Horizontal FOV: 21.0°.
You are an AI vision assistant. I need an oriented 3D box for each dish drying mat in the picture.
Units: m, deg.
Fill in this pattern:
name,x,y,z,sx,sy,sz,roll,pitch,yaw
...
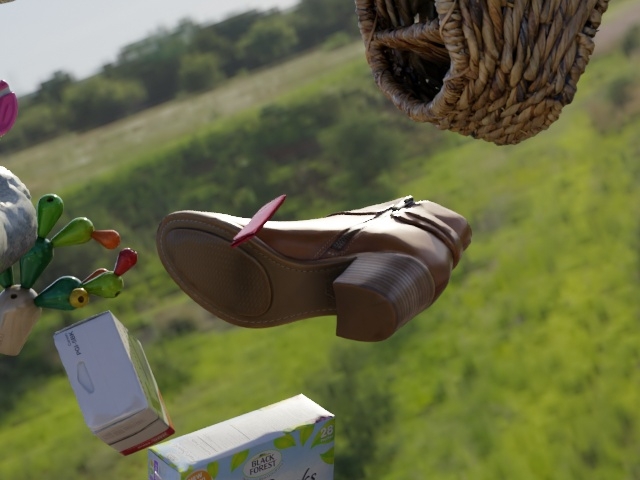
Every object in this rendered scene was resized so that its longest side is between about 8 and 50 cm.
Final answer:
name,x,y,z,sx,sy,sz,roll,pitch,yaw
dish drying mat,-0.057,-0.018,1.611,0.032,0.008,0.083,-27,12,31

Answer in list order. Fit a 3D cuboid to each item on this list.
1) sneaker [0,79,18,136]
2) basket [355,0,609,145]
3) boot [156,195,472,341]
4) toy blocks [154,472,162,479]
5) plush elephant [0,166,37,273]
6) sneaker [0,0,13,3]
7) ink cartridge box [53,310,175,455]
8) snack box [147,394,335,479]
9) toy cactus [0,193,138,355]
name,x,y,z,sx,sy,sz,roll,pitch,yaw
sneaker,-0.483,-0.147,2.025,0.252,0.103,0.111,14,-24,-4
basket,0.109,-0.217,1.603,0.223,0.213,0.299,20,1,-14
boot,0.000,0.000,1.740,0.283,0.109,0.220,10,27,23
toy blocks,-0.134,0.368,1.290,0.260,0.288,0.309,-38,2,-6
plush elephant,-0.306,-0.025,0.813,0.272,0.255,0.330,-38,6,-8
sneaker,-0.269,-0.307,1.834,0.153,0.094,0.235,-8,2,25
ink cartridge box,-0.182,0.129,1.541,0.056,0.099,0.135,-24,-16,-1
snack box,-0.084,0.281,1.872,0.207,0.174,0.070,-16,29,-36
toy cactus,-0.312,0.038,1.853,0.219,0.180,0.112,22,11,10
